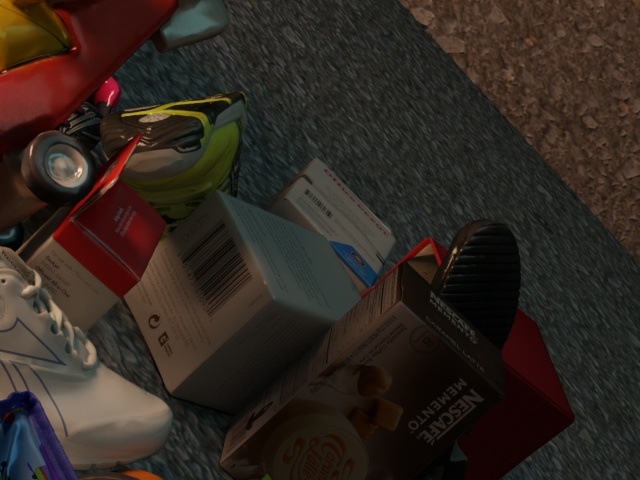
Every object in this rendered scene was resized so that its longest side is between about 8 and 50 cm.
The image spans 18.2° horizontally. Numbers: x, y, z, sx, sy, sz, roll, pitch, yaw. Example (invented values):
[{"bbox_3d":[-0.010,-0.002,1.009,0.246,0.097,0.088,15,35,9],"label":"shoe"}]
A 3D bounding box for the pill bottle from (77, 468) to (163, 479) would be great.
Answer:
[{"bbox_3d":[-0.167,0.249,1.443,0.130,0.130,0.246,46,18,-4],"label":"pill bottle"}]

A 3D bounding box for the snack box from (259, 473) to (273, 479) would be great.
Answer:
[{"bbox_3d":[-0.021,0.320,1.711,0.207,0.070,0.174,47,18,2],"label":"snack box"}]

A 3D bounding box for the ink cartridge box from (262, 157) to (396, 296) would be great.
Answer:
[{"bbox_3d":[0.000,0.000,2.378,0.148,0.086,0.203,46,18,-4],"label":"ink cartridge box"}]

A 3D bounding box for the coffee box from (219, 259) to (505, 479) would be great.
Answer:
[{"bbox_3d":[0.041,0.160,1.892,0.141,0.246,0.098,43,19,-13],"label":"coffee box"}]

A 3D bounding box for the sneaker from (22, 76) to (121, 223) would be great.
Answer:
[{"bbox_3d":[-0.284,-0.106,1.935,0.121,0.112,0.299,45,19,-6],"label":"sneaker"}]

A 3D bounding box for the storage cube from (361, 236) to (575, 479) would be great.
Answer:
[{"bbox_3d":[0.137,0.153,2.219,0.193,0.183,0.215,37,20,-30],"label":"storage cube"}]

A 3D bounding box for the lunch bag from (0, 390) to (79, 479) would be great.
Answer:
[{"bbox_3d":[-0.201,0.271,1.177,0.293,0.221,0.138,53,19,18],"label":"lunch bag"}]

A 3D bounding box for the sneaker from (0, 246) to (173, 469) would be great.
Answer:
[{"bbox_3d":[-0.240,0.080,1.532,0.297,0.129,0.111,27,10,-17],"label":"sneaker"}]

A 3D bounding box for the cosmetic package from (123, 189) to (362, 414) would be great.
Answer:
[{"bbox_3d":[-0.068,0.071,1.982,0.183,0.151,0.151,24,30,-48],"label":"cosmetic package"}]

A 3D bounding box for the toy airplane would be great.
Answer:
[{"bbox_3d":[-0.237,-0.202,1.660,0.272,0.386,0.384,46,5,-10],"label":"toy airplane"}]

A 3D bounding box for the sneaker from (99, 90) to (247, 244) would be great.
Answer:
[{"bbox_3d":[-0.133,-0.070,2.019,0.384,0.145,0.147,-42,125,-85],"label":"sneaker"}]

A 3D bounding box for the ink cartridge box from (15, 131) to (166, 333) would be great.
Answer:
[{"bbox_3d":[-0.208,0.027,1.640,0.078,0.231,0.134,43,19,-11],"label":"ink cartridge box"}]

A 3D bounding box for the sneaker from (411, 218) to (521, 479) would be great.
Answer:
[{"bbox_3d":[0.093,0.119,2.018,0.122,0.331,0.146,6,18,-43],"label":"sneaker"}]
